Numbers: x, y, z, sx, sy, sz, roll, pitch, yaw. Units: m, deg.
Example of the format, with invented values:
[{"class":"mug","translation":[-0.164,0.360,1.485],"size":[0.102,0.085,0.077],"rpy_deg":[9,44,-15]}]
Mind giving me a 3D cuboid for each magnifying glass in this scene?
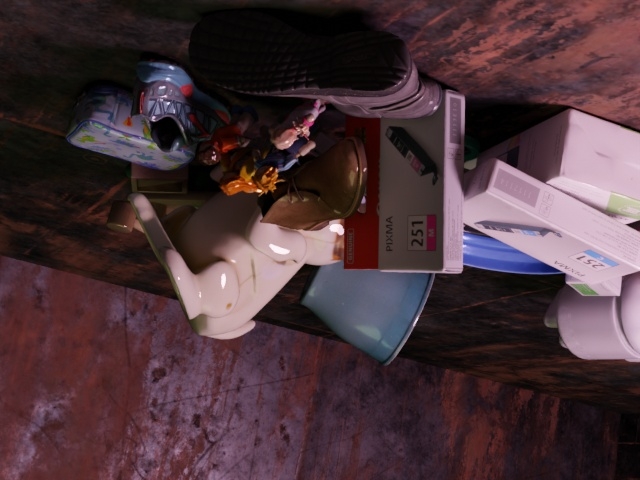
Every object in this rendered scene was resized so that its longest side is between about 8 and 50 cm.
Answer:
[{"class":"magnifying glass","translation":[0.160,-0.166,1.836],"size":[0.231,0.026,0.092],"rpy_deg":[4,164,17]}]

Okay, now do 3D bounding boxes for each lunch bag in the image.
[{"class":"lunch bag","translation":[-0.339,-0.198,1.916],"size":[0.219,0.090,0.176],"rpy_deg":[17,163,-23]}]

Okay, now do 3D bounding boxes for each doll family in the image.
[{"class":"doll family","translation":[-0.082,-0.140,1.701],"size":[0.263,0.163,0.118],"rpy_deg":[-8,126,42]}]

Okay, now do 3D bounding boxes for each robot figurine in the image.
[{"class":"robot figurine","translation":[0.673,0.166,2.379],"size":[0.300,0.199,0.353],"rpy_deg":[46,150,-22]}]

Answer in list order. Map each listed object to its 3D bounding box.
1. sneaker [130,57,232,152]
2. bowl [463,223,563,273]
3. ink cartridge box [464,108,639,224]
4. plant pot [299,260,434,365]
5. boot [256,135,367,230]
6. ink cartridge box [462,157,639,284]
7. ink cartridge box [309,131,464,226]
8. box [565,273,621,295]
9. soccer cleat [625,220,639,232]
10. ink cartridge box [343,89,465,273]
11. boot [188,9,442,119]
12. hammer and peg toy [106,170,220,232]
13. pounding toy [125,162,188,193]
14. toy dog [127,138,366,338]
[{"class":"sneaker","translation":[-0.241,-0.199,1.775],"size":[0.104,0.125,0.262],"rpy_deg":[8,165,28]},{"class":"bowl","translation":[0.351,-0.020,2.127],"size":[0.391,0.077,0.391],"rpy_deg":[11,167,3]},{"class":"ink cartridge box","translation":[0.390,-0.090,1.768],"size":[0.207,0.119,0.353],"rpy_deg":[16,165,-18]},{"class":"plant pot","translation":[0.098,0.122,2.536],"size":[0.255,0.271,0.271],"rpy_deg":[26,164,-3]},{"class":"boot","translation":[-0.016,-0.082,1.738],"size":[0.115,0.112,0.305],"rpy_deg":[-1,162,-23]},{"class":"ink cartridge box","translation":[0.330,-0.014,1.715],"size":[0.296,0.066,0.261],"rpy_deg":[25,161,-15]},{"class":"ink cartridge box","translation":[0.115,-0.089,1.851],"size":[0.224,0.045,0.223],"rpy_deg":[40,-169,37]},{"class":"box","translation":[0.575,0.056,2.229],"size":[0.087,0.101,0.101],"rpy_deg":[-3,159,35]},{"class":"soccer cleat","translation":[0.612,-0.025,1.874],"size":[0.143,0.116,0.331],"rpy_deg":[19,163,-34]},{"class":"ink cartridge box","translation":[0.113,-0.087,1.664],"size":[0.239,0.275,0.060],"rpy_deg":[-1,177,41]},{"class":"boot","translation":[-0.007,-0.233,1.541],"size":[0.338,0.118,0.223],"rpy_deg":[14,177,17]},{"class":"hammer and peg toy","translation":[-0.264,-0.060,2.315],"size":[0.361,0.127,0.266],"rpy_deg":[2,165,29]},{"class":"pounding toy","translation":[-0.331,-0.158,2.091],"size":[0.141,0.100,0.130],"rpy_deg":[1,167,-8]},{"class":"toy dog","translation":[-0.096,0.004,2.023],"size":[0.284,0.408,0.395],"rpy_deg":[50,164,57]}]
